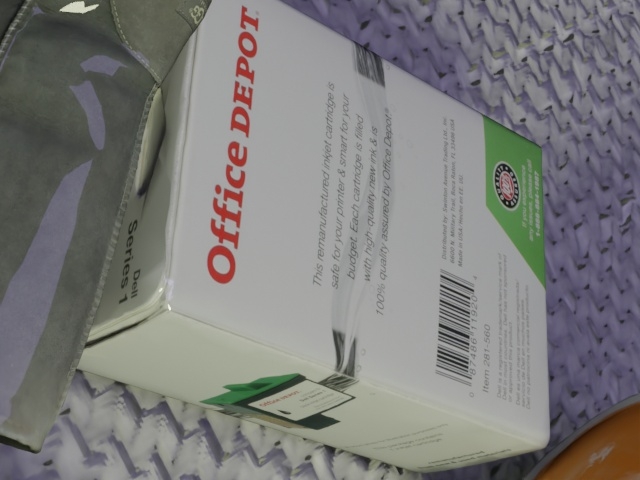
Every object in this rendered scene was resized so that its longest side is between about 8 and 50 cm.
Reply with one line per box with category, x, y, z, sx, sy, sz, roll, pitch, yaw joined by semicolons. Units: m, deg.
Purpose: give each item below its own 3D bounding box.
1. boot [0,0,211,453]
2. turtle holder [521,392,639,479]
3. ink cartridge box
boot;-0.141;-0.049;0.453;0.208;0.190;0.076;-67;164;-8
turtle holder;0.180;0.223;0.574;0.227;0.243;0.320;-17;126;-31
ink cartridge box;0.000;0.000;0.558;0.219;0.093;0.160;24;58;-35
